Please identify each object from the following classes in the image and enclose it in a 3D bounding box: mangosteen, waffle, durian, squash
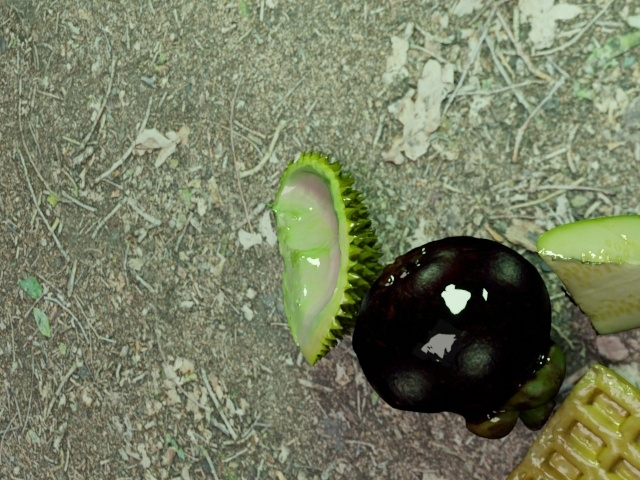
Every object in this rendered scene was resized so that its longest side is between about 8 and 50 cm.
[{"bbox_3d":[0.191,0.130,1.005,0.288,0.288,0.233,-22,45,36],"label":"mangosteen"},{"bbox_3d":[0.379,0.314,0.981,0.221,0.055,0.247,41,116,27],"label":"waffle"},{"bbox_3d":[0.000,0.000,1.137,0.169,0.158,0.351,-19,49,5],"label":"durian"},{"bbox_3d":[0.411,0.006,0.903,0.252,0.093,0.169,-23,124,36],"label":"squash"}]
